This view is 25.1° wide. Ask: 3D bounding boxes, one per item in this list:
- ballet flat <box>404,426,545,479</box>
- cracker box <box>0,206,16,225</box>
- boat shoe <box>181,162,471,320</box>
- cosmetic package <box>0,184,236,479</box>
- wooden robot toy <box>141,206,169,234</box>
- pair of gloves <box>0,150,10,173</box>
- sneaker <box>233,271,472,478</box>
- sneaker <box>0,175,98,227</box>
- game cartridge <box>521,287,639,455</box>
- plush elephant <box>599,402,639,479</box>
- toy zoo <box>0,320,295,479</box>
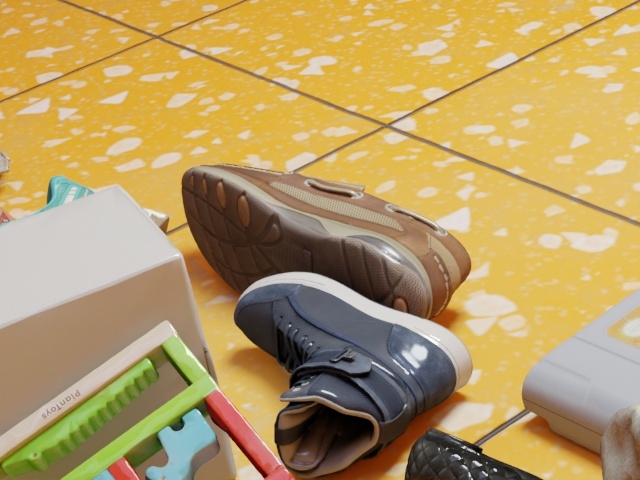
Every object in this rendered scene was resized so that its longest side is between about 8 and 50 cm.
[{"bbox_3d":[0.133,0.185,1.028,0.173,0.049,0.057,23,-1,44],"label":"ballet flat"},{"bbox_3d":[-0.416,0.027,1.372,0.232,0.067,0.155,8,66,26],"label":"cracker box"},{"bbox_3d":[0.000,0.000,1.325,0.116,0.123,0.324,-26,38,-38],"label":"boat shoe"},{"bbox_3d":[-0.275,0.134,1.067,0.385,0.217,0.156,-21,31,-21],"label":"cosmetic package"},{"bbox_3d":[-0.238,0.004,1.433,0.173,0.076,0.079,-1,42,18],"label":"wooden robot toy"},{"bbox_3d":[-0.477,-0.089,1.697,0.204,0.042,0.240,-19,30,-15],"label":"pair of gloves"},{"bbox_3d":[-0.015,0.105,1.160,0.226,0.086,0.163,14,35,35],"label":"sneaker"},{"bbox_3d":[-0.290,0.049,1.278,0.110,0.107,0.275,41,59,7],"label":"sneaker"},{"bbox_3d":[0.328,0.085,1.122,0.297,0.062,0.198,-30,31,-31],"label":"game cartridge"},{"bbox_3d":[0.279,0.199,0.770,0.330,0.271,0.255,15,-24,-28],"label":"plush elephant"},{"bbox_3d":[-0.097,0.209,0.934,0.192,0.030,0.293,-36,60,-12],"label":"toy zoo"}]
